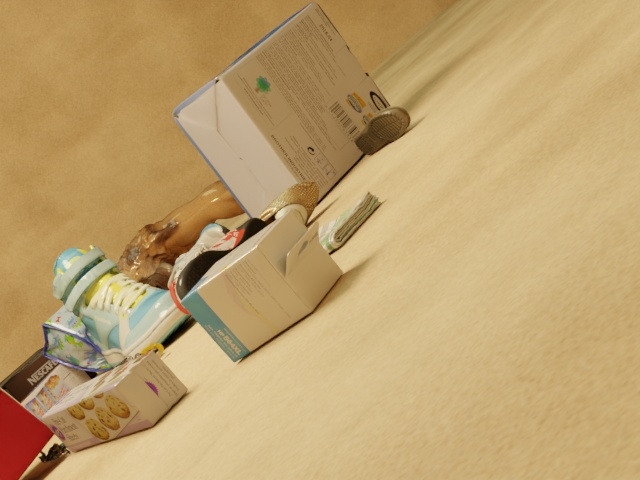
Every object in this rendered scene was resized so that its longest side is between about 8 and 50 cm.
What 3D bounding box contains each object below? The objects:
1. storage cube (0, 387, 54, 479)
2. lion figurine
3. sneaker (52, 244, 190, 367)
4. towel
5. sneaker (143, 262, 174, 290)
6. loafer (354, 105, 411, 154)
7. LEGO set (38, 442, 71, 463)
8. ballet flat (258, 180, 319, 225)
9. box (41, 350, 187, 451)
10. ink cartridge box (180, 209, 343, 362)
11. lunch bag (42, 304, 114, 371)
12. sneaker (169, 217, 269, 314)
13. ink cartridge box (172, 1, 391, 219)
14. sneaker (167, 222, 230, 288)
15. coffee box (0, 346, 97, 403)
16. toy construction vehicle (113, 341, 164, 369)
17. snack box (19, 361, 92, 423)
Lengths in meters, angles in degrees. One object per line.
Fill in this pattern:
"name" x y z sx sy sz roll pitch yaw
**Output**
"storage cube" -0.499 0.279 1.658 0.193 0.183 0.215 -53 11 -21
"lion figurine" -0.269 -0.042 2.681 0.392 0.142 0.240 -45 -8 18
"sneaker" -0.328 0.089 1.965 0.127 0.208 0.319 -43 8 -30
"towel" 0.000 0.000 1.552 0.152 0.023 0.113 -33 9 47
"sneaker" -0.325 0.101 2.536 0.071 0.066 0.188 -61 9 -22
"loafer" 0.104 -0.189 2.034 0.050 0.056 0.148 -51 12 -29
"LEGO set" -0.347 0.282 1.655 0.054 0.023 0.083 -46 22 -25
"ballet flat" -0.072 -0.007 1.871 0.206 0.073 0.067 -43 34 -2
"box" -0.254 0.198 1.488 0.063 0.067 0.324 -44 9 -29
"ink cartridge box" -0.055 0.044 1.294 0.143 0.090 0.092 -34 10 35
"lunch bag" -0.391 0.162 2.171 0.129 0.151 0.096 -51 -24 -50
"sneaker" -0.158 0.067 1.708 0.145 0.090 0.270 -38 4 27
"ink cartridge box" -0.037 -0.233 2.178 0.151 0.270 0.395 -26 15 44
"sneaker" -0.230 0.042 2.362 0.191 0.071 0.083 -45 9 40
"coffee box" -0.522 0.269 2.302 0.141 0.098 0.246 -44 8 -26
"toy construction vehicle" -0.268 0.186 1.790 0.098 0.035 0.086 -39 -4 -15
"snack box" -0.456 0.265 2.122 0.022 0.064 0.178 -34 9 30
